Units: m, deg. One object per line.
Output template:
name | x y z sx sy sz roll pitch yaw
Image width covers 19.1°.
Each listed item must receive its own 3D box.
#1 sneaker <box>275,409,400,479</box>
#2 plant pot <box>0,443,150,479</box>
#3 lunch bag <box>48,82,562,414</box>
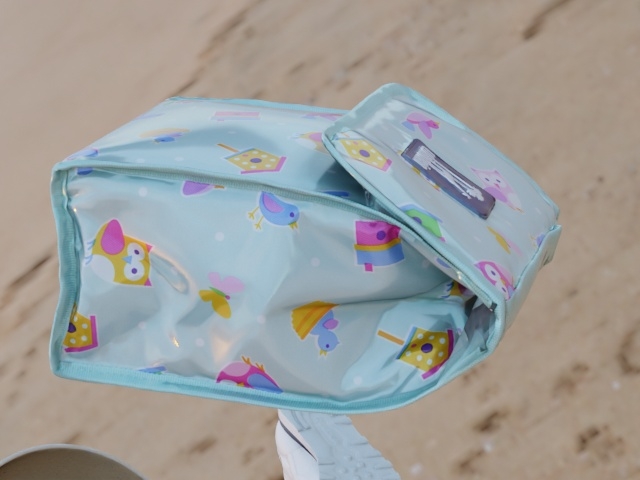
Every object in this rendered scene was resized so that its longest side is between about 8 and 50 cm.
sneaker | 0.018 0.259 1.969 0.090 0.095 0.235 -2 34 -23
plant pot | -0.270 0.354 1.774 0.191 0.284 0.284 -32 16 43
lunch bag | 0.000 0.000 1.095 0.262 0.160 0.223 4 15 13
